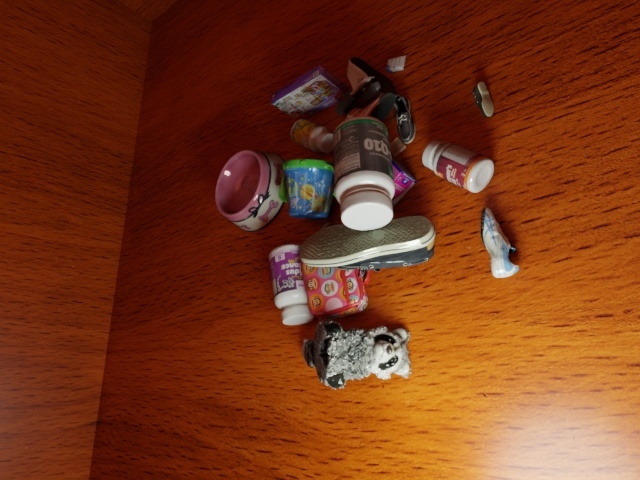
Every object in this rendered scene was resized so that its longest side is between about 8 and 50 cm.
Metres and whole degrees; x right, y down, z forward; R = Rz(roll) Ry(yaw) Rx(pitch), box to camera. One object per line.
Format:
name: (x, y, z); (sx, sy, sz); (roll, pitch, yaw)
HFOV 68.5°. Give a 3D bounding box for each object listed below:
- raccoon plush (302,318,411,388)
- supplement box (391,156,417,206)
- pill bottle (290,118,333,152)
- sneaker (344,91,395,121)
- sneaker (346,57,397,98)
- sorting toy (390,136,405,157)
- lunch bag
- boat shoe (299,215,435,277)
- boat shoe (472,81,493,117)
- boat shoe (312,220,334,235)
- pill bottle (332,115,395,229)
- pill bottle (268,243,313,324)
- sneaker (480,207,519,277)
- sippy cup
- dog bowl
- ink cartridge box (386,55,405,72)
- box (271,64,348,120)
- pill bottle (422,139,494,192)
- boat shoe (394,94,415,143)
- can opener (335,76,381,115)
raccoon plush: (0.126, 0.372, 1.678); (0.446, 0.299, 0.216); (-168, 79, -74)
supplement box: (0.232, -0.191, 1.763); (0.220, 0.111, 0.114); (-47, 51, 20)
pill bottle: (-0.029, -0.455, 2.072); (0.208, 0.117, 0.118); (34, 99, 43)
sneaker: (0.185, -0.512, 1.892); (0.270, 0.090, 0.145); (-56, 44, 36)
sneaker: (0.210, -0.637, 1.960); (0.290, 0.106, 0.123); (54, 146, 30)
sorting toy: (0.288, -0.355, 1.835); (0.083, 0.012, 0.062); (-43, 57, 18)
lunch bag: (0.070, 0.143, 1.779); (0.258, 0.120, 0.293); (-19, 62, 15)
boat shoe: (0.162, 0.034, 1.654); (0.500, 0.156, 0.187); (-9, 46, 21)
boat shoe: (0.560, -0.480, 1.621); (0.042, 0.049, 0.133); (138, 125, -59)
boat shoe: (0.000, 0.000, 1.902); (0.060, 0.064, 0.178); (35, 70, 21)
pill bottle: (0.148, -0.230, 1.618); (0.204, 0.204, 0.361); (-23, 55, 34)
pill bottle: (-0.111, 0.180, 1.901); (0.169, 0.169, 0.302); (-28, 60, 31)
sneaker: (0.549, 0.003, 1.455); (0.086, 0.085, 0.237); (-11, 63, 10)
sippy cup: (-0.044, -0.205, 1.948); (0.305, 0.240, 0.224); (169, 104, -80)
dog bowl: (-0.346, -0.255, 2.262); (0.408, 0.150, 0.408); (-14, 67, 38)
ink cartridge box: (0.315, -0.720, 1.919); (0.083, 0.028, 0.048); (3, 78, 42)
box: (-0.049, -0.648, 2.096); (0.293, 0.201, 0.057); (-18, 66, 35)
pill bottle: (0.457, -0.256, 1.581); (0.221, 0.121, 0.121); (37, 101, 42)
boat shoe: (0.315, -0.471, 1.813); (0.075, 0.065, 0.206); (-19, 65, 36)
can opener: (0.144, -0.583, 1.923); (0.093, 0.074, 0.280); (64, 155, -2)
